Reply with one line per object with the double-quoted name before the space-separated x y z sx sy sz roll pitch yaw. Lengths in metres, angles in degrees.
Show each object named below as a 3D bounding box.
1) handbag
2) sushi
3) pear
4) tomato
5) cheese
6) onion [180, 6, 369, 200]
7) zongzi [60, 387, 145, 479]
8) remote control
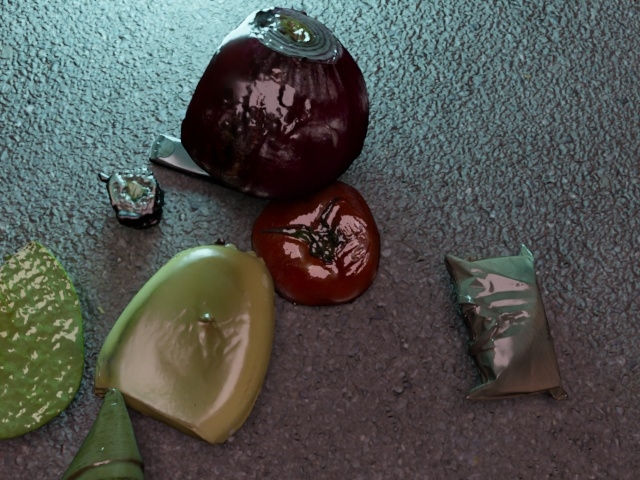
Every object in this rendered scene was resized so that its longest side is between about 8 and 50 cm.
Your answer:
"handbag" 0.295 0.139 1.446 0.182 0.117 0.270 -4 73 -20
"sushi" -0.312 -0.068 1.471 0.098 0.084 0.094 -6 77 -2
"pear" -0.480 0.176 1.360 0.288 0.139 0.239 -42 95 -19
"tomato" 0.002 -0.002 1.473 0.228 0.101 0.228 1 76 -6
"cheese" -0.190 0.145 1.394 0.259 0.128 0.316 26 71 5
"onion" -0.046 -0.208 1.414 0.260 0.337 0.282 27 116 8
"zongzi" -0.464 0.490 1.226 0.500 0.218 0.467 -13 68 -11
"remote control" -0.192 -0.129 1.529 0.212 0.028 0.059 18 74 0
